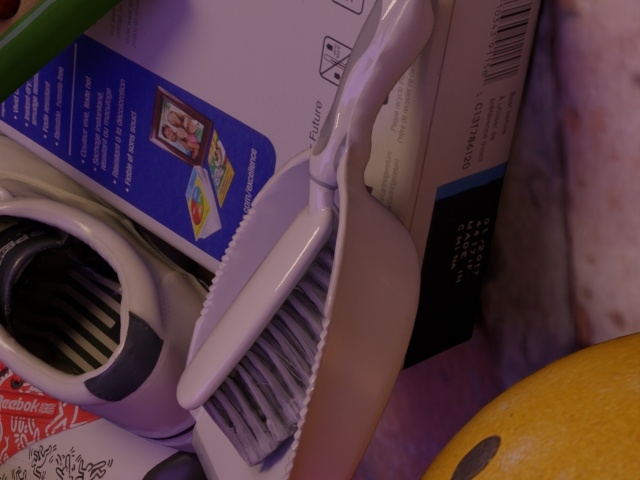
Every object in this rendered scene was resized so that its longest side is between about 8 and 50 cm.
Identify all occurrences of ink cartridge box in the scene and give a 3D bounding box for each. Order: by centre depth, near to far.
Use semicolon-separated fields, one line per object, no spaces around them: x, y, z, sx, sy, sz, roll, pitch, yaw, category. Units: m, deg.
-0.063;-0.092;0.750;0.333;0.065;0.165;31;127;34;ink cartridge box

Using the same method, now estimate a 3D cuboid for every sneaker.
-0.130;0.003;0.795;0.258;0.091;0.094;27;83;39;sneaker
-0.133;0.070;0.871;0.270;0.090;0.145;-24;90;52;sneaker

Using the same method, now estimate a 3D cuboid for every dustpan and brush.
0.000;0.000;0.615;0.211;0.060;0.147;-57;22;9;dustpan and brush

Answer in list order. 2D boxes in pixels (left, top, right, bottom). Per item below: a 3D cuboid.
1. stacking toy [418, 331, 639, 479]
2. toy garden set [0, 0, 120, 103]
0.105;0.143;0.545;0.351;0.351;0.479;35;111;33;stacking toy
-0.126;-0.203;0.706;0.204;0.049;0.244;-35;65;29;toy garden set
